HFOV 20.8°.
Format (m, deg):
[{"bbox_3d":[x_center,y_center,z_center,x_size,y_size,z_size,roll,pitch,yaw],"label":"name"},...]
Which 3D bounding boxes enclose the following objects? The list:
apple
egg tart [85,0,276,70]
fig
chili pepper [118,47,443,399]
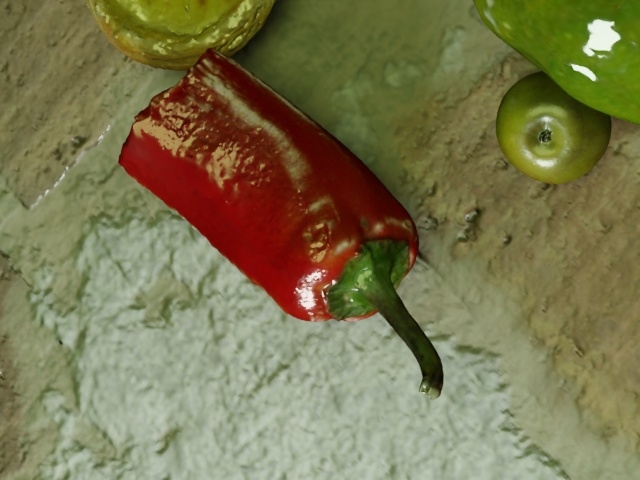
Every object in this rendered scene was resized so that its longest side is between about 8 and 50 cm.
[{"bbox_3d":[0.180,-0.087,1.347,0.089,0.074,0.089,5,110,14],"label":"apple"},{"bbox_3d":[-0.113,-0.231,1.451,0.191,0.074,0.191,-1,88,18],"label":"egg tart"},{"bbox_3d":[0.268,-0.185,1.285,0.233,0.314,0.233,-39,39,42],"label":"fig"},{"bbox_3d":[0.003,-0.002,1.371,0.338,0.131,0.134,39,74,20],"label":"chili pepper"}]
